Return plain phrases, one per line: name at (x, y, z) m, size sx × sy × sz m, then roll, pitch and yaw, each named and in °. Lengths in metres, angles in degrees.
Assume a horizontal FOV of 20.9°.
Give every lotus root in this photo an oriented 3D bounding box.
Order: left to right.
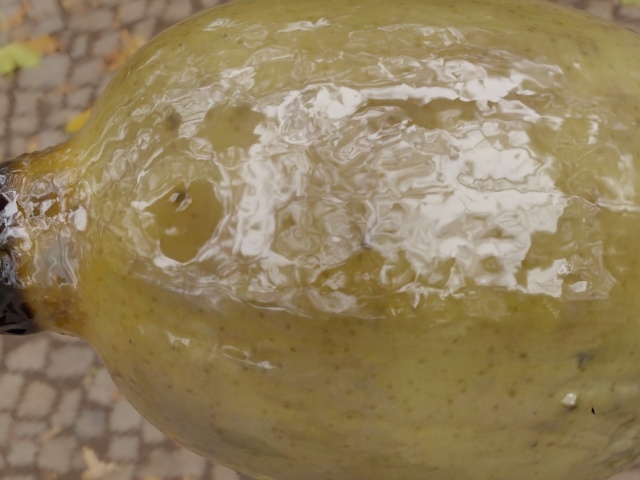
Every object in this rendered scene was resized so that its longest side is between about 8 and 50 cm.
lotus root at (0.000, 0.000, 0.608) m, size 0.310 × 0.183 × 0.183 m, roll 2°, pitch 47°, yaw -7°
